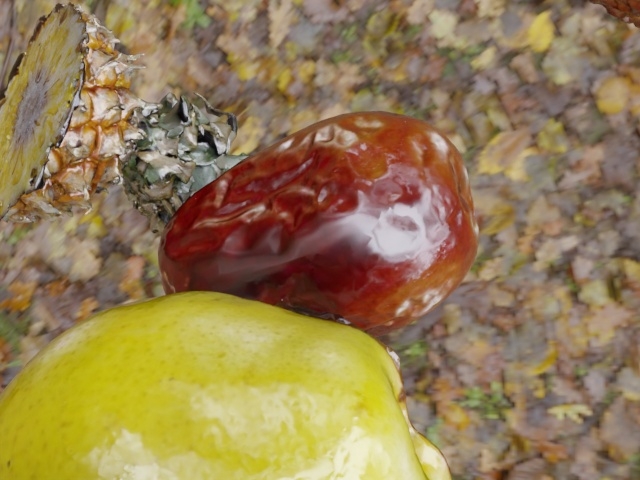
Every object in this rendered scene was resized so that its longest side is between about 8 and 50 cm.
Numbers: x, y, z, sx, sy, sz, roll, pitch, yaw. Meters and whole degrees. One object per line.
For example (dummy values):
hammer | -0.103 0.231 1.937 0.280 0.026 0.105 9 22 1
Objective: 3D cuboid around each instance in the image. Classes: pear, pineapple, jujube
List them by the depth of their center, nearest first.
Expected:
pear | -0.109 0.219 1.070 0.386 0.191 0.340 -27 94 22
jujube | 0.000 0.000 1.471 0.318 0.223 0.223 -19 89 13
pineapple | -0.194 -0.089 1.578 0.271 0.262 0.263 22 78 -29

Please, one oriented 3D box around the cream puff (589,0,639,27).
cream puff | 0.301 -0.295 1.029 0.350 0.229 0.351 -2 118 -3
